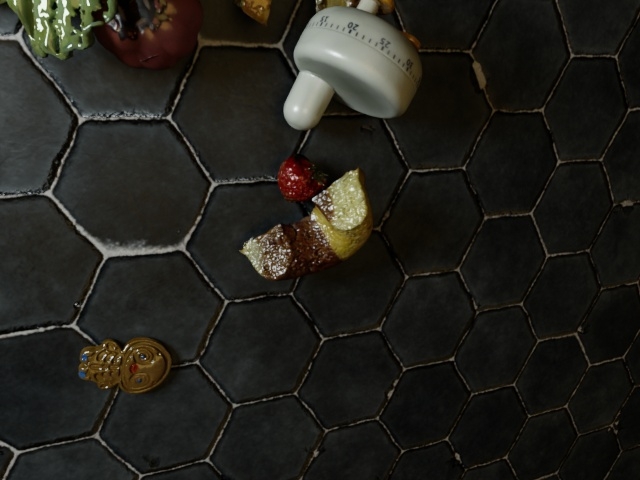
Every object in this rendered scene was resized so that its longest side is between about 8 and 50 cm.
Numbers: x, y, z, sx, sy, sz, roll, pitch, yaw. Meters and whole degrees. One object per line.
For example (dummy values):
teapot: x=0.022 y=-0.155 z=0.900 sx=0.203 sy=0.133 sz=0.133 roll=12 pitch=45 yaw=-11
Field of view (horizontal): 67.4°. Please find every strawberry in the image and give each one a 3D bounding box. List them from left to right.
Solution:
strawberry: x=-0.043 y=-0.118 z=0.953 sx=0.106 sy=0.106 sz=0.106 roll=-6 pitch=107 yaw=-19

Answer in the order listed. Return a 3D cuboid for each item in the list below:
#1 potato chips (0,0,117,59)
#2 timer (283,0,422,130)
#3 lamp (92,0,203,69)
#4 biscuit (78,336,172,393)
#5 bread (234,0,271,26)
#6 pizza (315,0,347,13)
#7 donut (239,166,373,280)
potato chips: x=-0.388 y=-0.477 z=0.680 sx=0.373 sy=0.097 sz=0.390 roll=28 pitch=92 yaw=4
timer: x=0.055 y=-0.293 z=0.863 sx=0.233 sy=0.233 sz=0.240 roll=27 pitch=91 yaw=-25
lamp: x=-0.278 y=-0.368 z=0.772 sx=0.181 sy=0.140 sz=0.182 roll=0 pitch=104 yaw=-1
biscuit: x=-0.391 y=0.253 z=0.966 sx=0.174 sy=0.026 sz=0.124 roll=6 pitch=103 yaw=-22
bread: x=-0.107 y=-0.467 z=0.820 sx=0.065 sy=0.103 sz=0.188 roll=2 pitch=106 yaw=-22
pizza: x=0.058 y=-0.545 z=0.879 sx=0.189 sy=0.071 sz=0.297 roll=-4 pitch=111 yaw=-32
donut: x=0.000 y=0.000 z=0.970 sx=0.295 sy=0.112 sz=0.151 roll=-32 pitch=148 yaw=13
